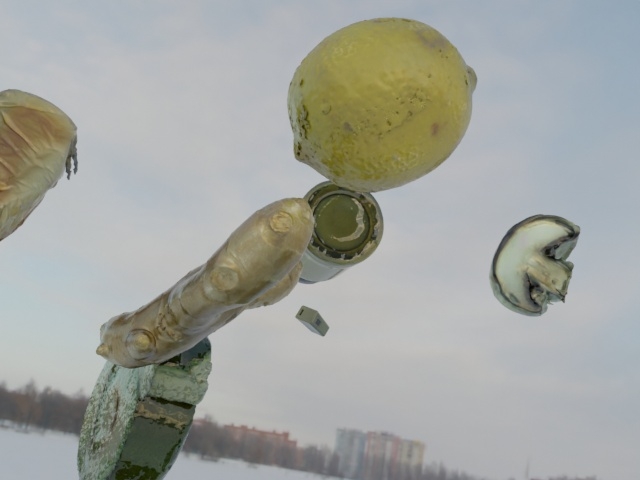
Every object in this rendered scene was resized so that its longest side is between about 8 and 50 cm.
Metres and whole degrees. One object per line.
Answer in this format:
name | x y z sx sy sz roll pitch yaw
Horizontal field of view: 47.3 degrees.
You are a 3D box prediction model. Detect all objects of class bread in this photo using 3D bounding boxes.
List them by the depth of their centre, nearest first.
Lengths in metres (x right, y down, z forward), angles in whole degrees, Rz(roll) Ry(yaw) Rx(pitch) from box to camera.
bread | -0.336 0.310 1.409 0.129 0.366 0.382 24 -45 -27
bread | -0.654 -0.143 1.452 0.236 0.388 0.183 41 -52 -12

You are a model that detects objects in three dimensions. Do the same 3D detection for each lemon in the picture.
lemon | 0.095 -0.209 1.123 0.310 0.257 0.258 -20 -19 -2

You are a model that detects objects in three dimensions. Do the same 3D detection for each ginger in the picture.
ginger | -0.164 0.086 1.047 0.348 0.122 0.363 -32 -1 -12

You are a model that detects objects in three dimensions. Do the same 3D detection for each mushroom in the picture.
mushroom | 0.512 0.071 1.795 0.190 0.266 0.164 17 -22 10

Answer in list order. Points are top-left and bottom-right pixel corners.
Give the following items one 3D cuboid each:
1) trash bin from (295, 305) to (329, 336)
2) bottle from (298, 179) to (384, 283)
trash bin | -0.020 0.226 2.045 0.061 0.043 0.092 18 -21 36
bottle | 0.000 0.000 1.531 0.172 0.171 0.351 13 -15 -11
